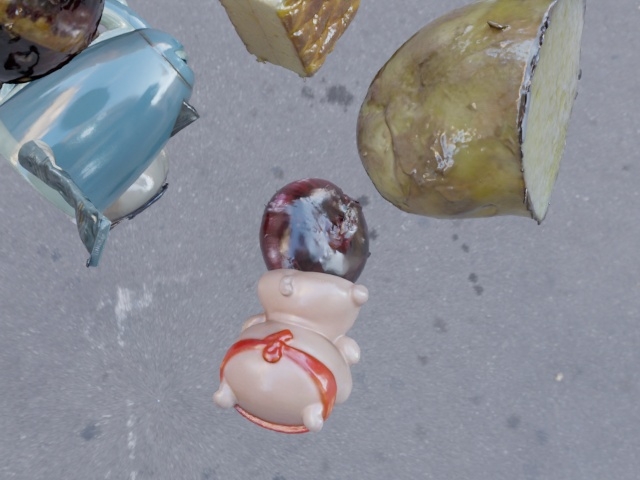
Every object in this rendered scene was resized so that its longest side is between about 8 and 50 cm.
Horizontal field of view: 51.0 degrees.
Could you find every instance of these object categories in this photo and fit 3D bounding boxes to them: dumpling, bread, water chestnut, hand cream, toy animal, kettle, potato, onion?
[{"bbox_3d":[-0.479,-0.146,1.601,0.293,0.204,0.163,-38,62,-24],"label":"dumpling"},{"bbox_3d":[-0.058,-0.557,1.496,0.207,0.279,0.279,30,77,22],"label":"bread"},{"bbox_3d":[-0.360,-0.319,0.716,0.300,0.300,0.299,3,76,-13],"label":"water chestnut"},{"bbox_3d":[-0.363,-0.065,0.941,0.052,0.075,0.248,-25,53,-27],"label":"hand cream"},{"bbox_3d":[-0.032,0.136,0.829,0.171,0.171,0.197,23,72,-7],"label":"toy animal"},{"bbox_3d":[-0.399,-0.261,1.184,0.342,0.247,0.319,-44,99,0],"label":"kettle"},{"bbox_3d":[0.174,-0.172,0.844,0.237,0.301,0.288,14,61,28],"label":"potato"},{"bbox_3d":[0.000,0.000,1.635,0.314,0.232,0.313,3,85,-41],"label":"onion"}]
